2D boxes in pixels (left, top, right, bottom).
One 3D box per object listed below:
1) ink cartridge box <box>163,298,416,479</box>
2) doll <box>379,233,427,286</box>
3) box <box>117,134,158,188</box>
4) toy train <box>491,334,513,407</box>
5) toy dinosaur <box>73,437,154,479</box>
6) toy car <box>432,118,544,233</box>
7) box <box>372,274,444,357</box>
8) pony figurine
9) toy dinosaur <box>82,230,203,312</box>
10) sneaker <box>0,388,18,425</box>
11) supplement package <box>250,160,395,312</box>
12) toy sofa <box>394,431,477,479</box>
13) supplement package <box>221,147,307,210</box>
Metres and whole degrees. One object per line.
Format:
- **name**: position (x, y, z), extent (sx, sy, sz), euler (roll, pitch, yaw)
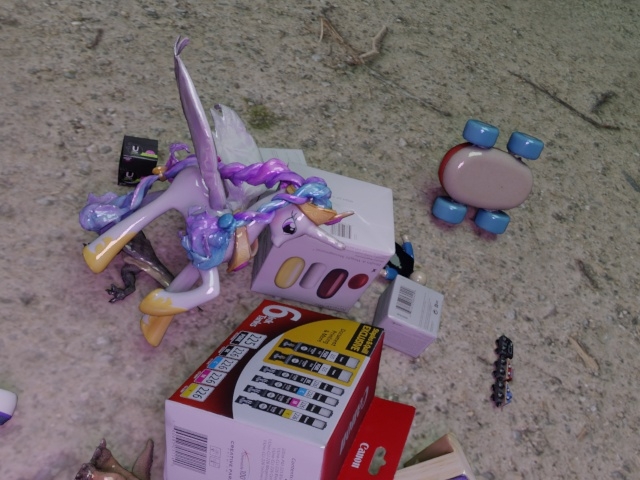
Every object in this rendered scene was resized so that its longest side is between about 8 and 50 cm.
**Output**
- **ink cartridge box**: position (-0.016, 0.223, 0.896), extent (0.272, 0.129, 0.309), euler (12, 22, 14)
- **doll**: position (0.137, 0.025, 1.305), extent (0.189, 0.046, 0.129), euler (41, 50, 9)
- **box**: position (-0.331, -0.141, 1.188), extent (0.062, 0.083, 0.052), euler (6, 53, -21)
- **toy train**: position (0.349, 0.250, 1.247), extent (0.036, 0.027, 0.158), euler (32, 47, -14)
- **toy dinosaur**: position (-0.217, 0.355, 0.796), extent (0.200, 0.295, 0.127), euler (29, 92, -4)
- **toy car**: position (0.344, -0.169, 1.487), extent (0.211, 0.219, 0.238), euler (12, 22, -16)
- **box**: position (0.158, 0.139, 1.200), extent (0.102, 0.087, 0.101), euler (25, 49, -7)
- **pony figurine**: position (-0.172, -0.066, 0.970), extent (0.364, 0.303, 0.350), euler (-30, 76, 7)
- **toy dinosaur**: position (-0.314, 0.034, 1.081), extent (0.268, 0.064, 0.118), euler (49, 44, 11)
- **sneaker**: position (-0.541, 0.281, 0.762), extent (0.323, 0.130, 0.236), euler (12, 68, -33)
- **supplement package**: position (0.000, 0.000, 1.156), extent (0.194, 0.203, 0.149), euler (14, 51, -14)
- **toy sofa**: position (0.057, 0.410, 0.905), extent (0.363, 0.150, 0.177), euler (-6, 57, -29)
- **supplement package**: position (-0.119, -0.105, 1.245), extent (0.180, 0.105, 0.105), euler (-1, 57, -26)
